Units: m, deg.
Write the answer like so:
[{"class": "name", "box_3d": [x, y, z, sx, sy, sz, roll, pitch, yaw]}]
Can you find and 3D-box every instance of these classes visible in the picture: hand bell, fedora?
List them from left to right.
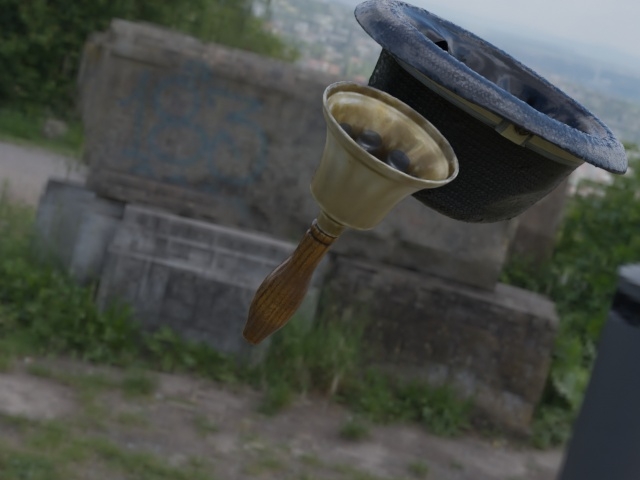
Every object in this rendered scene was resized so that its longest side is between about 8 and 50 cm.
[{"class": "hand bell", "box_3d": [0.000, 0.000, 1.117, 0.126, 0.242, 0.126, 25, 30, -15]}, {"class": "fedora", "box_3d": [0.153, -0.117, 1.396, 0.334, 0.153, 0.334, 29, 19, -11]}]
